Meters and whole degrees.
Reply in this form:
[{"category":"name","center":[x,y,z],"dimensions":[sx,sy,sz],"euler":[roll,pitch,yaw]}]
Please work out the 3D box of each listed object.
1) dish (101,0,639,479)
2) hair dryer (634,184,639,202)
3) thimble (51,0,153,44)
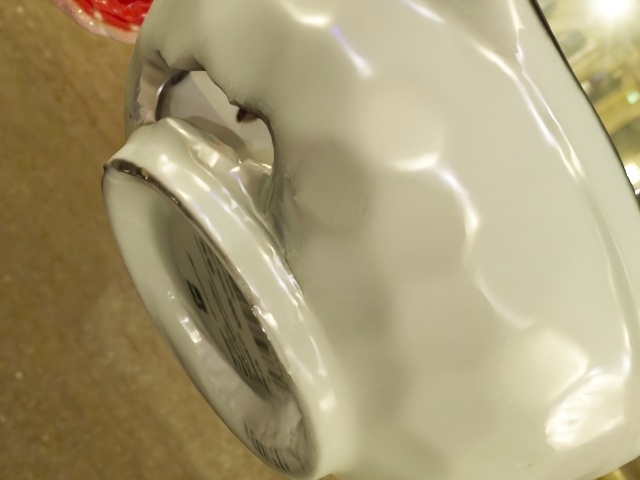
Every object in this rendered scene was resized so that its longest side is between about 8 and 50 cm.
[{"category":"dish","center":[0.000,0.000,0.593],"dimensions":[0.303,0.120,0.303],"euler":[47,-23,26]},{"category":"hair dryer","center":[0.134,0.022,1.025],"dimensions":[0.255,0.128,0.070],"euler":[2,-57,62]},{"category":"thimble","center":[-0.139,-0.248,1.111],"dimensions":[0.125,0.163,0.189],"euler":[-104,173,-53]}]
